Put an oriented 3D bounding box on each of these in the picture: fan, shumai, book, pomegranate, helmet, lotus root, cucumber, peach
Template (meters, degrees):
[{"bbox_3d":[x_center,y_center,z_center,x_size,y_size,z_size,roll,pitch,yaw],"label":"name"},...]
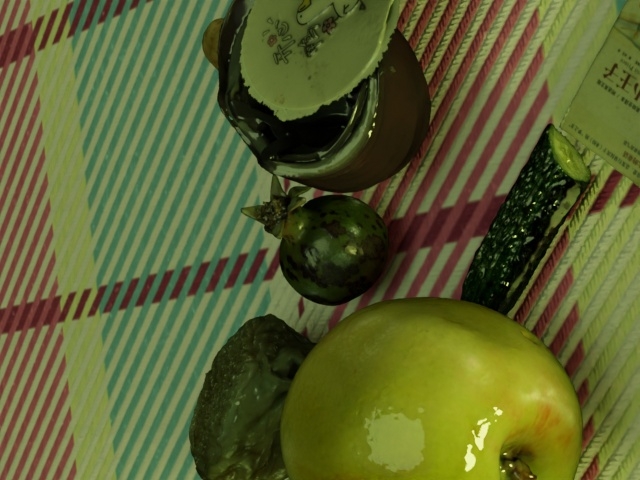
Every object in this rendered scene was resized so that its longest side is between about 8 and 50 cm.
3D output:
[{"bbox_3d":[0.058,-0.300,1.673,0.414,0.012,0.233,-36,56,25],"label":"fan"},{"bbox_3d":[-0.040,0.223,1.869,0.225,0.222,0.260,-68,18,-7],"label":"shumai"},{"bbox_3d":[0.379,-0.189,1.518,0.201,0.026,0.289,43,120,36],"label":"book"},{"bbox_3d":[0.006,-0.003,1.816,0.148,0.169,0.148,-23,36,18],"label":"pomegranate"},{"bbox_3d":[0.018,-0.185,1.787,0.225,0.177,0.305,-39,52,24],"label":"helmet"},{"bbox_3d":[-0.115,-0.256,2.009,0.152,0.063,0.072,32,103,45],"label":"lotus root"},{"bbox_3d":[0.219,-0.004,1.658,0.077,0.077,0.265,50,125,33],"label":"cucumber"},{"bbox_3d":[0.111,0.210,1.607,0.315,0.281,0.314,22,126,33],"label":"peach"}]
